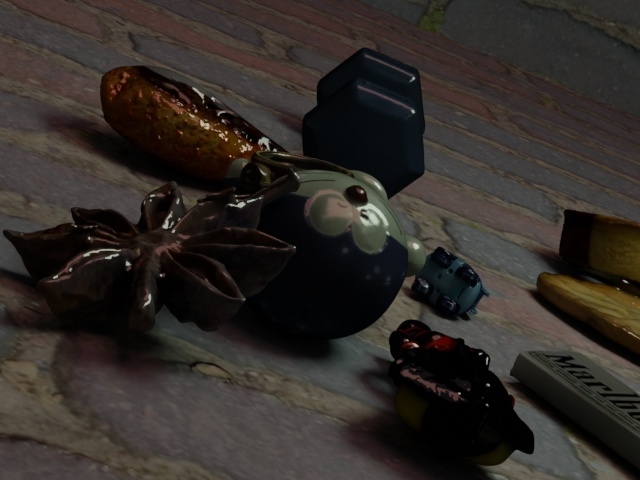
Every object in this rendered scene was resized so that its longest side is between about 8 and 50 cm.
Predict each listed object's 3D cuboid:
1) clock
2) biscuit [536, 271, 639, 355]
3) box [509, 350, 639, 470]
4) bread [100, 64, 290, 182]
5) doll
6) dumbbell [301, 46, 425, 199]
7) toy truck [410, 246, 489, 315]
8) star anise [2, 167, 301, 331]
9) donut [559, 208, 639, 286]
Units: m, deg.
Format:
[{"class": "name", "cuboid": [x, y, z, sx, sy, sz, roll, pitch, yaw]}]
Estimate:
[{"class": "clock", "cuboid": [0.000, 0.000, 1.354, 0.199, 0.146, 0.243, 17, 13, -6]}, {"class": "biscuit", "cuboid": [0.372, 0.100, 1.751, 0.260, 0.041, 0.203, 24, 19, 0]}, {"class": "box", "cuboid": [0.277, 0.163, 1.418, 0.115, 0.036, 0.177, 9, 22, -49]}, {"class": "bread", "cuboid": [-0.122, -0.106, 1.625, 0.269, 0.095, 0.139, 31, 13, -31]}, {"class": "doll", "cuboid": [0.112, 0.127, 1.237, 0.127, 0.088, 0.249, 1, 10, -6]}, {"class": "dumbbell", "cuboid": [0.059, -0.146, 1.889, 0.144, 0.160, 0.325, 54, 12, -11]}, {"class": "toy truck", "cuboid": [0.143, 0.048, 1.573, 0.073, 0.056, 0.090, 37, 7, 25]}, {"class": "star anise", "cuboid": [-0.120, 0.012, 1.189, 0.262, 0.081, 0.230, -23, 29, -38]}, {"class": "donut", "cuboid": [0.386, 0.017, 1.897, 0.184, 0.073, 0.166, 19, -2, 44]}]
